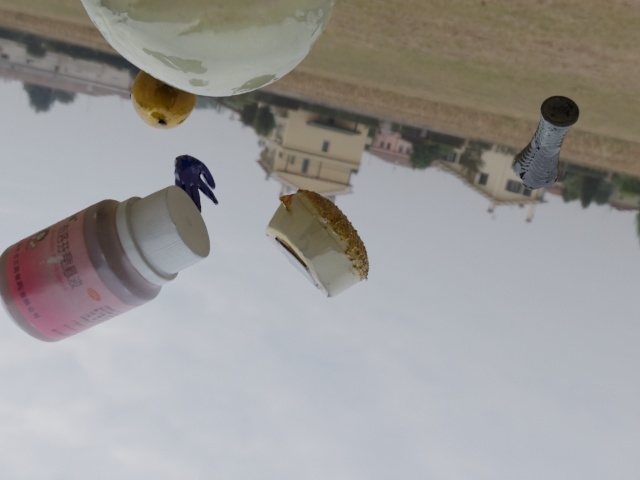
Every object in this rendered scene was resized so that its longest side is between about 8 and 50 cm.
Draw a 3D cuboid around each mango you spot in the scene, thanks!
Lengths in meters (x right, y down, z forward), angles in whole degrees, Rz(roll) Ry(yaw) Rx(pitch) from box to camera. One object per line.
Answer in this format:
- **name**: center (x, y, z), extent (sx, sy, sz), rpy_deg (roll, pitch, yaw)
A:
- **mango**: center (-0.249, -0.245, 1.024), extent (0.101, 0.066, 0.188), rpy_deg (23, -138, -18)

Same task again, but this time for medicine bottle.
- **medicine bottle**: center (-0.270, 0.025, 0.796), extent (0.246, 0.147, 0.147), rpy_deg (-24, -175, 11)

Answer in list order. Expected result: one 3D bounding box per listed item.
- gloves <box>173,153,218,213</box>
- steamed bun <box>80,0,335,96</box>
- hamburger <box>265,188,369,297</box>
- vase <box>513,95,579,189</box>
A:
- **gloves**: center (-0.177, -0.080, 0.897), extent (0.064, 0.086, 0.026), rpy_deg (-1, 158, -33)
- **steamed bun**: center (-0.149, -0.337, 0.832), extent (0.333, 0.312, 0.233), rpy_deg (-9, 171, -11)
- **hamburger**: center (0.000, 0.000, 1.564), extent (0.294, 0.179, 0.276), rpy_deg (43, 171, 26)
- **vase**: center (0.495, -0.215, 1.376), extent (0.115, 0.116, 0.237), rpy_deg (16, 158, 12)
